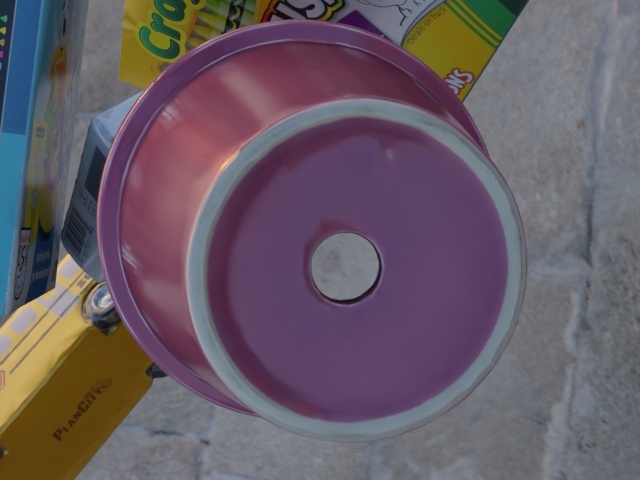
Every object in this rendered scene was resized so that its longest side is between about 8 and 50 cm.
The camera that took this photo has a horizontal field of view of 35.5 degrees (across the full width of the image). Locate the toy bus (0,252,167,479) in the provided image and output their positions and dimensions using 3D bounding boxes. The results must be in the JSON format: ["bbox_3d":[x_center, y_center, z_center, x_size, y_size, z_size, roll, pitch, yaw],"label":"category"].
[{"bbox_3d":[-0.236,0.117,0.936,0.130,0.108,0.333,23,67,43],"label":"toy bus"}]

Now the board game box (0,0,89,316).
[{"bbox_3d":[-0.226,-0.125,0.733,0.079,0.254,0.336,7,90,-9],"label":"board game box"}]

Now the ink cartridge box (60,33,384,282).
[{"bbox_3d":[-0.079,-0.076,0.760,0.066,0.189,0.232,47,59,6],"label":"ink cartridge box"}]

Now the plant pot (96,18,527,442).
[{"bbox_3d":[0.000,0.000,0.449,0.201,0.201,0.180,-52,14,1],"label":"plant pot"}]

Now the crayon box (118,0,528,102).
[{"bbox_3d":[-0.006,-0.216,0.880,0.313,0.363,0.106,21,61,-4],"label":"crayon box"}]
